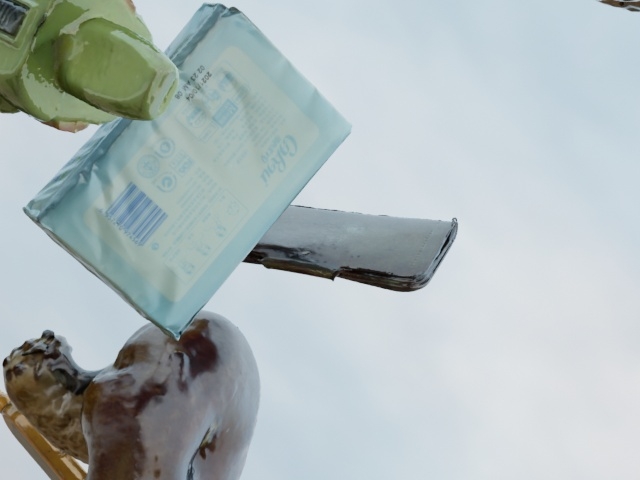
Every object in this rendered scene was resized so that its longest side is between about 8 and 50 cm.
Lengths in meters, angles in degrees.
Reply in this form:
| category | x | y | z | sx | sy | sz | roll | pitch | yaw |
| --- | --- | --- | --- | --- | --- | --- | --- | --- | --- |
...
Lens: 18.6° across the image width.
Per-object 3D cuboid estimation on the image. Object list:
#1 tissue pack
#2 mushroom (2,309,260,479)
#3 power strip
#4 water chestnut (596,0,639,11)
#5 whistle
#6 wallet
| category | x | y | z | sx | sy | sz | roll | pitch | yaw |
| --- | --- | --- | --- | --- | --- | --- | --- | --- | --- |
| tissue pack | -0.119 | -0.065 | 1.782 | 0.177 | 0.263 | 0.089 | 44 | -12 | -23 |
| mushroom | -0.174 | 0.196 | 2.045 | 0.254 | 0.267 | 0.267 | 37 | -18 | 48 |
| power strip | -0.304 | 0.232 | 2.164 | 0.178 | 0.028 | 0.049 | 46 | -22 | 15 |
| water chestnut | 0.275 | -0.314 | 1.544 | 0.289 | 0.289 | 0.244 | 124 | -52 | -73 |
| whistle | -0.193 | -0.145 | 1.407 | 0.288 | 0.131 | 0.106 | 28 | 1 | 43 |
| wallet | 0.000 | 0.000 | 1.981 | 0.255 | 0.137 | 0.031 | 8 | -62 | 20 |
